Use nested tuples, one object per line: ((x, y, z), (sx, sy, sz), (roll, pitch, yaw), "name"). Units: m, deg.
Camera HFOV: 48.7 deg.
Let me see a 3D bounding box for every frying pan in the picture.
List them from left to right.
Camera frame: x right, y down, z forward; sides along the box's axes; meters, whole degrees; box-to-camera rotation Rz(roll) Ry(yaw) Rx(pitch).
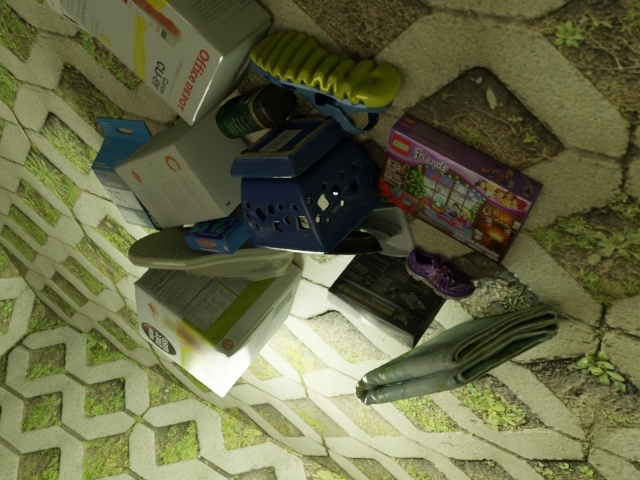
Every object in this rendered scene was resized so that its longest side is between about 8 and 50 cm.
((0.030, 0.000, 1.603), (0.326, 0.197, 0.053), (-138, 49, -80), "frying pan")

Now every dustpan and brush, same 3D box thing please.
((0.103, -0.023, 1.619), (0.211, 0.060, 0.147), (13, 140, 38), "dustpan and brush")

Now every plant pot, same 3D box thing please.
((-0.035, -0.127, 1.481), (0.235, 0.236, 0.212), (7, 130, 44), "plant pot")

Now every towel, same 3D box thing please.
((0.284, 0.243, 1.516), (0.374, 0.320, 0.090), (-34, 76, 57), "towel")

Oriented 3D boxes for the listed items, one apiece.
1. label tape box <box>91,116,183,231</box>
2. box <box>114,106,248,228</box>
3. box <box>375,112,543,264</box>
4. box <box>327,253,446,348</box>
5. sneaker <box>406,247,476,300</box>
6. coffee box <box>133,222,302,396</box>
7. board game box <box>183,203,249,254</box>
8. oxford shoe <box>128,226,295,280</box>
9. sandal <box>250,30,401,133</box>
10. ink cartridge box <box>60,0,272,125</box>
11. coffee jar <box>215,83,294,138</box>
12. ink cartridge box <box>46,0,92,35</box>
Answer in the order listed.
((-0.546, -0.188, 2.077), (0.240, 0.106, 0.334), (11, 139, 38), "label tape box")
((-0.335, -0.175, 1.802), (0.345, 0.168, 0.215), (-6, 126, 52), "box")
((0.255, -0.096, 1.363), (0.293, 0.057, 0.201), (31, 147, 16), "box")
((0.159, 0.118, 1.619), (0.231, 0.183, 0.056), (26, 147, 21), "box")
((0.264, 0.073, 1.564), (0.169, 0.068, 0.071), (28, 141, 22), "sneaker")
((-0.300, 0.180, 2.047), (0.334, 0.338, 0.338), (35, 148, 10), "coffee box")
((-0.219, -0.052, 1.784), (0.160, 0.210, 0.047), (5, 130, 40), "board game box")
((-0.278, 0.045, 1.857), (0.448, 0.169, 0.130), (-3, 127, -1), "oxford shoe")
((0.000, -0.291, 1.340), (0.317, 0.126, 0.138), (29, 151, 21), "sandal")
((-0.320, -0.463, 1.425), (0.384, 0.160, 0.279), (42, 149, -3), "ink cartridge box")
((-0.141, -0.279, 1.527), (0.184, 0.096, 0.079), (-4, 131, 50), "coffee jar")
((-0.618, -0.594, 1.722), (0.145, 0.045, 0.179), (33, 167, 11), "ink cartridge box")
